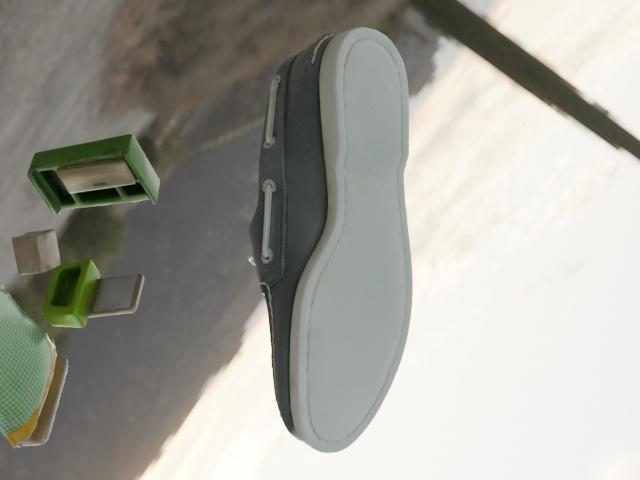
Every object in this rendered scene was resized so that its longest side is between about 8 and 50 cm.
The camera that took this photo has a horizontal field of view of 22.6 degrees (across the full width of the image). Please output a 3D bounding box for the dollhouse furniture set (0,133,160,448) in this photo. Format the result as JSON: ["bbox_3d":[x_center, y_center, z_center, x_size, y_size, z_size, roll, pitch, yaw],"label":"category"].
[{"bbox_3d":[-0.122,0.022,0.774,0.058,0.076,0.152,-7,-132,19],"label":"dollhouse furniture set"}]

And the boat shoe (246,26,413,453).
[{"bbox_3d":[0.000,0.000,1.220,0.099,0.116,0.319,-3,-101,44],"label":"boat shoe"}]
